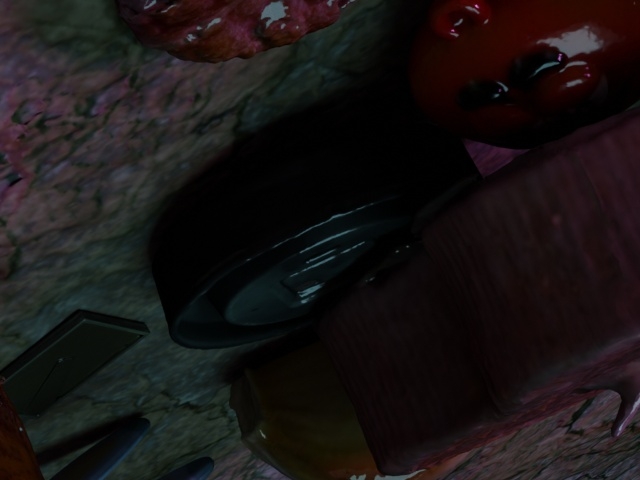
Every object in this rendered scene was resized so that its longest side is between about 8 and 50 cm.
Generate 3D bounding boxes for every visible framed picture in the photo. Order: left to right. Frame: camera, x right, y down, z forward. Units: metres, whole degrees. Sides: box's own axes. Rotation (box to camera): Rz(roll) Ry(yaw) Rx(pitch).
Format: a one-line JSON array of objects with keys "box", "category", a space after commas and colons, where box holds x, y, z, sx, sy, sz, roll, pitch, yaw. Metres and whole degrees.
[{"box": [-0.143, 0.069, 0.947, 0.089, 0.006, 0.066, -37, 156, 18], "category": "framed picture"}]

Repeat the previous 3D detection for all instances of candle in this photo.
[{"box": [0.160, 0.028, 0.910, 0.287, 0.131, 0.317, -18, 168, -31], "category": "candle"}]

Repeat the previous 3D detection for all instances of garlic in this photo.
[{"box": [0.053, 0.083, 1.100, 0.207, 0.128, 0.115, -38, 180, 1], "category": "garlic"}]

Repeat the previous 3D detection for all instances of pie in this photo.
[{"box": [-0.010, -0.124, 0.676, 0.154, 0.036, 0.154, -24, 157, -11], "category": "pie"}]

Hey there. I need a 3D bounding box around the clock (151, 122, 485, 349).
[{"box": [0.000, 0.000, 0.904, 0.184, 0.040, 0.184, -22, 164, -7], "category": "clock"}]

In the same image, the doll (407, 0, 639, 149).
[{"box": [0.124, -0.091, 0.832, 0.183, 0.085, 0.217, -25, 167, 23], "category": "doll"}]

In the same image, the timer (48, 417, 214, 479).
[{"box": [-0.203, 0.184, 0.973, 0.255, 0.175, 0.175, -57, 157, -7], "category": "timer"}]

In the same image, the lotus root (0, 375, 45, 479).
[{"box": [-0.247, 0.112, 0.691, 0.196, 0.179, 0.397, -37, 157, 10], "category": "lotus root"}]
